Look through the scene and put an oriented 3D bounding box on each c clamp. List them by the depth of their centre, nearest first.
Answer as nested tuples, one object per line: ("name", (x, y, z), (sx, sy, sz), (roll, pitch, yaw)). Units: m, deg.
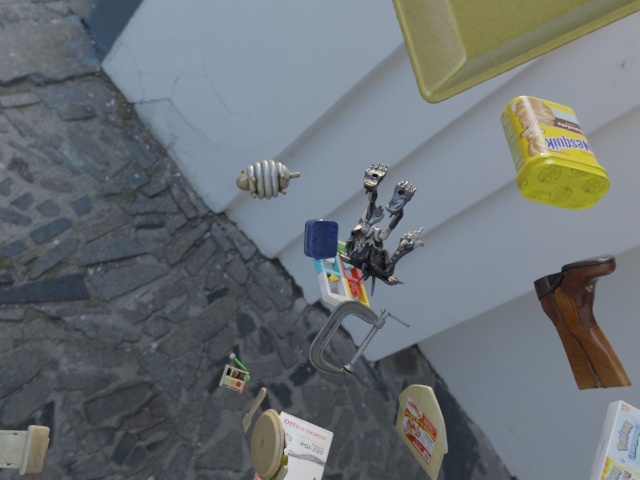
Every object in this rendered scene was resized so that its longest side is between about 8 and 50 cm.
("c clamp", (0.062, 0.174, 0.968), (0.137, 0.160, 0.022), (39, 0, -20))

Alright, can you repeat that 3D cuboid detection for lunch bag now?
("lunch bag", (0.000, 0.000, 1.251), (0.067, 0.065, 0.098), (4, 93, -17))

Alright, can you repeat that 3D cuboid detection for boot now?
("boot", (0.597, 0.187, 1.220), (0.096, 0.264, 0.280), (-10, 72, -22))

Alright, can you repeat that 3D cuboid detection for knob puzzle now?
("knob puzzle", (0.243, 0.419, 1.288), (0.030, 0.213, 0.213), (-5, 64, -23))

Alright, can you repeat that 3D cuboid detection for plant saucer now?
("plant saucer", (0.226, -0.366, 0.618), (0.081, 0.333, 0.332), (-14, 87, -49))

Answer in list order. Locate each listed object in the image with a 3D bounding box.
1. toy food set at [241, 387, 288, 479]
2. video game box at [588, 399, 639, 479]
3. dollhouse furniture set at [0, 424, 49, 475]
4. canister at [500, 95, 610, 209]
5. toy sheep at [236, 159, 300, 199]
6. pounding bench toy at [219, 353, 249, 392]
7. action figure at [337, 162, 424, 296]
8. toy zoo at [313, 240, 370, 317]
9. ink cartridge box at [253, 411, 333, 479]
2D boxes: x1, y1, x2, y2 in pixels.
("toy food set", (-0.092, 0.378, 1.024), (0.039, 0.132, 0.192), (14, 30, -28))
("video game box", (0.619, 0.438, 1.050), (0.187, 0.048, 0.205), (26, 63, 10))
("dollhouse furniture set", (-0.337, 0.332, 0.731), (0.182, 0.101, 0.160), (78, 12, -68))
("canister", (0.346, -0.137, 0.840), (0.126, 0.073, 0.169), (11, 47, -11))
("toy sheep", (-0.106, -0.124, 1.135), (0.132, 0.091, 0.091), (-4, 61, -11))
("pounding bench toy", (-0.207, 0.331, 1.386), (0.065, 0.052, 0.083), (21, 76, -7))
("action figure", (0.131, -0.014, 1.152), (0.164, 0.275, 0.141), (31, 47, 25))
("toy zoo", (0.063, 0.117, 1.778), (0.192, 0.030, 0.293), (20, 43, -41))
("ink cartridge box", (-0.073, 0.578, 1.434), (0.159, 0.092, 0.217), (24, 41, -2))
